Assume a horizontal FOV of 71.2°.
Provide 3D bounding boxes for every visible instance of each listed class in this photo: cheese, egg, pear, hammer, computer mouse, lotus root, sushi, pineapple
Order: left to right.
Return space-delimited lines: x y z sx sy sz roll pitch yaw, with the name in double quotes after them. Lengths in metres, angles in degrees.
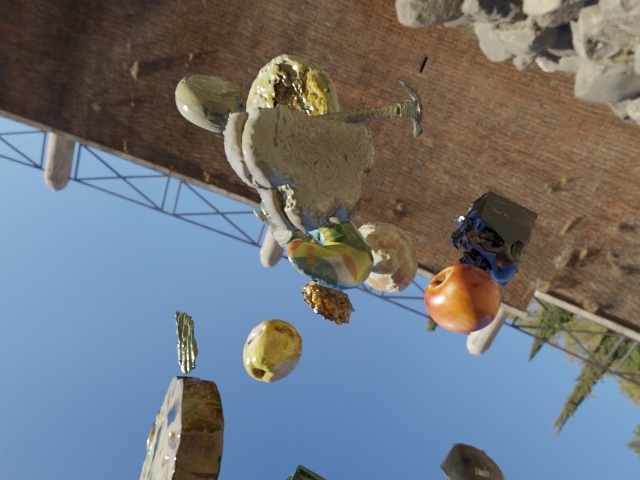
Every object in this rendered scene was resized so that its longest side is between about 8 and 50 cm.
-0.322 0.476 1.007 0.111 0.391 0.375 13 -145 -26 "lotus root"
-0.276 -0.347 1.130 0.175 0.091 0.203 5 -143 -21 "cheese"
-0.139 0.314 1.270 0.177 0.178 0.178 19 -159 -7 "pear"
0.032 0.197 1.511 0.224 0.076 0.225 35 -165 -11 "pineapple"
0.060 -0.254 0.923 0.296 0.125 0.027 -6 -156 16 "hammer"
0.187 0.051 1.320 0.194 0.195 0.233 -1 -129 -45 "egg"
0.450 0.660 1.295 0.170 0.100 0.269 35 -178 27 "computer mouse"
0.512 0.019 1.320 0.215 0.213 0.227 24 159 -2 "sushi"

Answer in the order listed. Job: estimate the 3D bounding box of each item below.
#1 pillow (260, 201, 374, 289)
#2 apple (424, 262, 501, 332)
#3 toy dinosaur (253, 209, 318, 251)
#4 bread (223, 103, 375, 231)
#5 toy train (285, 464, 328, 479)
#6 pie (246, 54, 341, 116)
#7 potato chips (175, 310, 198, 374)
0.000 0.000 0.865 0.214 0.086 0.233 3 -133 -41 "pillow"
0.308 0.123 0.978 0.139 0.163 0.163 37 -161 -9 "apple"
-0.062 -0.008 1.216 0.077 0.162 0.294 -20 -113 -43 "toy dinosaur"
-0.010 -0.109 0.716 0.101 0.183 0.337 -7 -177 34 "bread"
0.041 0.534 0.810 0.330 0.178 0.138 24 -149 11 "toy train"
-0.096 -0.436 1.465 0.339 0.339 0.077 28 -167 16 "pie"
-0.408 0.303 1.371 0.028 0.091 0.208 26 -135 -50 "potato chips"
